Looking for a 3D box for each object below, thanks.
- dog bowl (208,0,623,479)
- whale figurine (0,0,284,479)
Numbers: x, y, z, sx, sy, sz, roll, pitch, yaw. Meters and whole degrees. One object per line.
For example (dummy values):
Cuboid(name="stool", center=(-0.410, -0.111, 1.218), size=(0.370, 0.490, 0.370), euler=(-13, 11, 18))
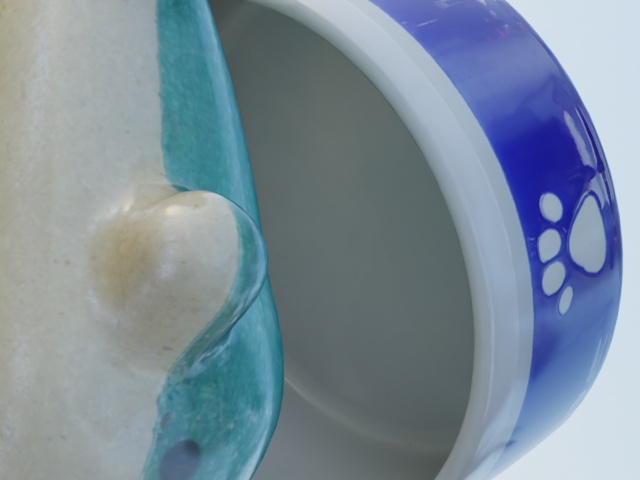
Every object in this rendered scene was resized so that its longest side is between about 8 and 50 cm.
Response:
Cuboid(name="dog bowl", center=(0.000, 0.000, 0.816), size=(0.265, 0.104, 0.265), euler=(19, -61, 37))
Cuboid(name="whale figurine", center=(-0.072, -0.014, 0.610), size=(0.141, 0.272, 0.216), euler=(11, 4, -40))
